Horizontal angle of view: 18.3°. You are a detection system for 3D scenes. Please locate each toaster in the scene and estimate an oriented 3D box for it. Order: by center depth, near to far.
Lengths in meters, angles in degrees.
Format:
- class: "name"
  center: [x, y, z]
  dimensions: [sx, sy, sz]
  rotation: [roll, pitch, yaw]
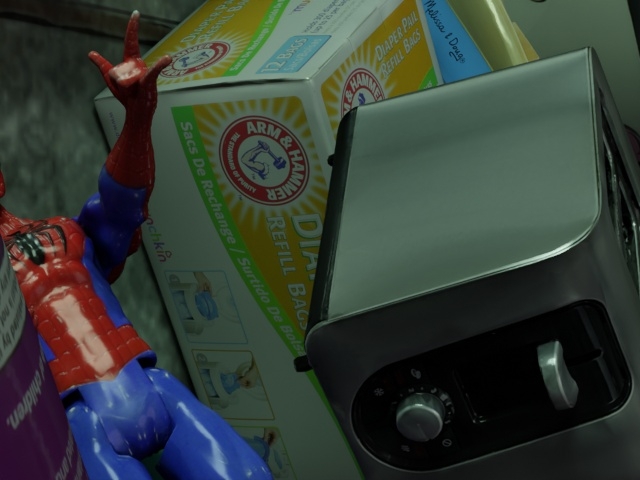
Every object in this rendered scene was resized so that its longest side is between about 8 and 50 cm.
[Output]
- class: "toaster"
  center: [0.072, 0.038, 0.724]
  dimensions: [0.186, 0.110, 0.168]
  rotation: [-81, 152, -58]

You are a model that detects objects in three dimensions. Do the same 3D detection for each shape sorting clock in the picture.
- class: "shape sorting clock"
  center: [0.068, -0.055, 0.924]
  dimensions: [0.206, 0.040, 0.206]
  rotation: [158, -90, -80]

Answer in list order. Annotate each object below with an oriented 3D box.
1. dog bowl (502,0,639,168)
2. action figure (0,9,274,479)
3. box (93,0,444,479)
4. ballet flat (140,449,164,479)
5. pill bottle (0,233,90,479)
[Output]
- class: "dog bowl"
  center: [0.184, -0.195, 1.147]
  dimensions: [0.408, 0.150, 0.408]
  rotation: [9, 80, -59]
- class: "action figure"
  center: [-0.054, 0.048, 0.630]
  dimensions: [0.091, 0.280, 0.139]
  rotation: [-26, 152, -25]
- class: "box"
  center: [0.000, 0.000, 0.855]
  dimensions: [0.114, 0.103, 0.203]
  rotation: [-49, 129, -51]
- class: "ballet flat"
  center: [-0.044, 0.171, 0.792]
  dimensions: [0.096, 0.095, 0.280]
  rotation: [-56, 145, -60]
- class: "pill bottle"
  center: [-0.137, 0.110, 0.542]
  dimensions: [0.169, 0.169, 0.302]
  rotation: [-47, 127, -51]
